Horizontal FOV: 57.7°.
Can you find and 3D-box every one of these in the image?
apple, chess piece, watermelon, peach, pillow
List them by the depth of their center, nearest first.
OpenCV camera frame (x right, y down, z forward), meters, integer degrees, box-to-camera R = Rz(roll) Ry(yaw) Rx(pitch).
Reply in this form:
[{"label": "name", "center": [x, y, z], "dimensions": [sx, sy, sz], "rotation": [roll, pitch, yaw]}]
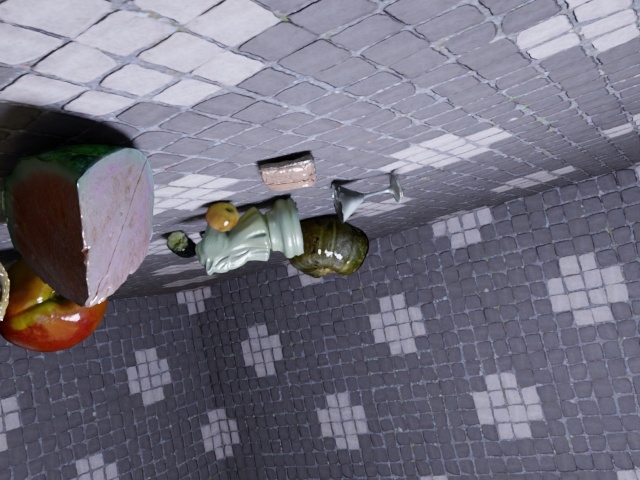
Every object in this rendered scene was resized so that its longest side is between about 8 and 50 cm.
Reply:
[{"label": "watermelon", "center": [-0.415, -0.047, 0.946], "dimensions": [0.222, 0.292, 0.319], "rotation": [9, -154, 0]}, {"label": "pillow", "center": [-0.072, -0.148, 1.332], "dimensions": [0.126, 0.043, 0.232], "rotation": [-7, 176, 0]}, {"label": "apple", "center": [-0.258, -0.064, 1.524], "dimensions": [0.071, 0.084, 0.084], "rotation": [-47, 156, 27]}, {"label": "chess piece", "center": [-0.204, -0.013, 1.628], "dimensions": [0.299, 0.175, 0.176], "rotation": [-13, 173, -8]}, {"label": "peach", "center": [-0.758, 0.164, 1.630], "dimensions": [0.308, 0.307, 0.333], "rotation": [-7, -178, -37]}]

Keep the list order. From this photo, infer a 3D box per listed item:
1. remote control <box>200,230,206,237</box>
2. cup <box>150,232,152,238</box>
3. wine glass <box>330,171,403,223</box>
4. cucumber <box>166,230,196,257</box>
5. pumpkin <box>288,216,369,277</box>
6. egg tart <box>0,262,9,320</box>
[{"label": "remote control", "center": [-0.379, -0.020, 1.927], "dimensions": [0.039, 0.014, 0.096], "rotation": [-11, 174, -13]}, {"label": "cup", "center": [-0.482, -0.035, 1.448], "dimensions": [0.104, 0.074, 0.116], "rotation": [16, 168, 0]}, {"label": "wine glass", "center": [0.129, -0.122, 1.601], "dimensions": [0.183, 0.122, 0.122], "rotation": [-13, 173, -6]}, {"label": "cucumber", "center": [-0.447, 0.023, 1.914], "dimensions": [0.072, 0.072, 0.300], "rotation": [-12, 173, -5]}, {"label": "pumpkin", "center": [0.000, 0.000, 2.140], "dimensions": [0.325, 0.241, 0.232], "rotation": [-13, 145, 40]}, {"label": "egg tart", "center": [-0.888, 0.141, 1.365], "dimensions": [0.107, 0.290, 0.291], "rotation": [7, -173, 37]}]
